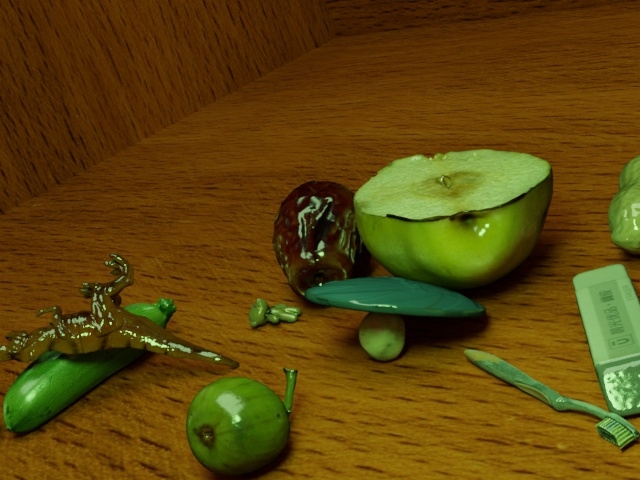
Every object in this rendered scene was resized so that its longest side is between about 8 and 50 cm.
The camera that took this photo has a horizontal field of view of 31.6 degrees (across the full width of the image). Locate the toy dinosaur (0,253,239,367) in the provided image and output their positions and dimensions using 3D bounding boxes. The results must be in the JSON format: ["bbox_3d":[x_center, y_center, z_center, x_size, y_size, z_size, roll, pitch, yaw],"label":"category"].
[{"bbox_3d":[-0.360,0.133,1.985,0.432,0.097,0.208,-4,51,3],"label":"toy dinosaur"}]

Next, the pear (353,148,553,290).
[{"bbox_3d":[0.237,-0.019,1.933,0.341,0.191,0.386,-10,20,6],"label":"pear"}]

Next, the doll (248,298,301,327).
[{"bbox_3d":[-0.084,0.137,2.062,0.093,0.051,0.061,16,28,9],"label":"doll"}]

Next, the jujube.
[{"bbox_3d":[0.000,0.000,2.108,0.197,0.197,0.290,-16,29,10],"label":"jujube"}]

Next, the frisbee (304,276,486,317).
[{"bbox_3d":[0.120,0.083,1.793,0.290,0.049,0.289,5,2,0],"label":"frisbee"}]

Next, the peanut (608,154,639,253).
[{"bbox_3d":[0.545,-0.059,1.876,0.124,0.123,0.256,-9,25,26],"label":"peanut"}]

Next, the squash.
[{"bbox_3d":[-0.421,0.212,2.051,0.107,0.107,0.395,4,31,47],"label":"squash"}]

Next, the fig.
[{"bbox_3d":[-0.109,0.263,1.624,0.142,0.147,0.186,-27,-22,18],"label":"fig"}]

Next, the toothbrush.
[{"bbox_3d":[0.300,0.204,1.534,0.037,0.028,0.375,-33,23,-15],"label":"toothbrush"}]

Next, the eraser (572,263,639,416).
[{"bbox_3d":[0.415,0.131,1.575,0.089,0.061,0.352,-15,20,11],"label":"eraser"}]

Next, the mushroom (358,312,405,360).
[{"bbox_3d":[0.101,0.148,1.784,0.067,0.083,0.084,-3,8,-35],"label":"mushroom"}]
